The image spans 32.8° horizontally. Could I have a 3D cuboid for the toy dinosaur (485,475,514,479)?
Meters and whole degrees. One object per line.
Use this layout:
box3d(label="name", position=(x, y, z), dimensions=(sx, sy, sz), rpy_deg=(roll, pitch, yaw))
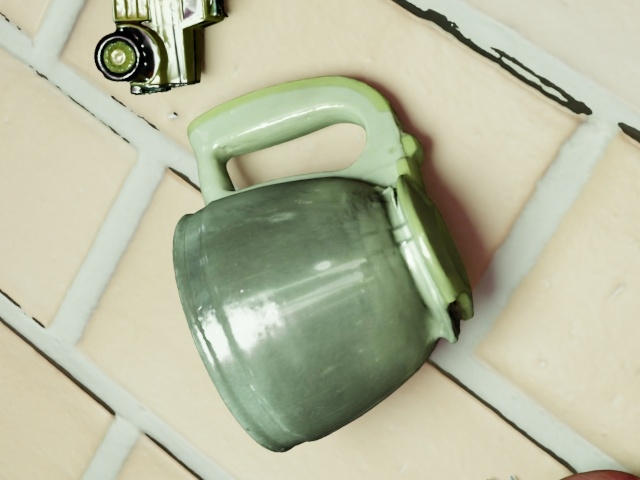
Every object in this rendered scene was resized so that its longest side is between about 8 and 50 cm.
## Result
box3d(label="toy dinosaur", position=(0.158, 0.261, 1.060), dimensions=(0.083, 0.030, 0.047), rpy_deg=(-32, 87, 25))

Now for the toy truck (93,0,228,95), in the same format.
box3d(label="toy truck", position=(-0.151, -0.272, 1.064), dimensions=(0.127, 0.127, 0.257), rpy_deg=(4, 101, 9))

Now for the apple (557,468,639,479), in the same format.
box3d(label="apple", position=(0.246, 0.278, 0.962), dimensions=(0.153, 0.153, 0.120), rpy_deg=(67, 157, 1))

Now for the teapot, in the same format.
box3d(label="teapot", position=(0.010, 0.018, 1.021), dimensions=(0.239, 0.321, 0.239), rpy_deg=(-23, 129, 10))
